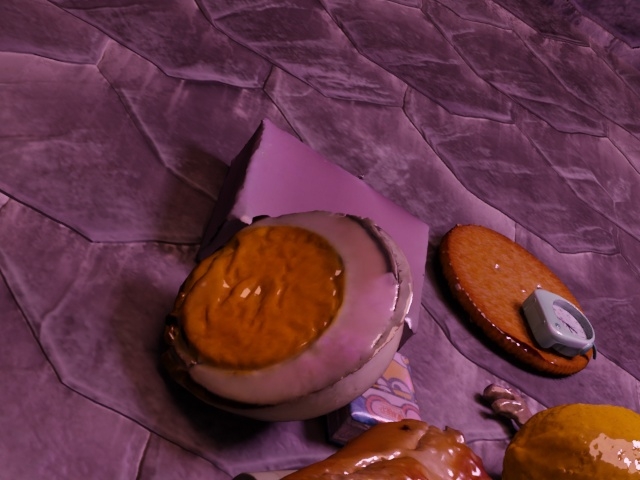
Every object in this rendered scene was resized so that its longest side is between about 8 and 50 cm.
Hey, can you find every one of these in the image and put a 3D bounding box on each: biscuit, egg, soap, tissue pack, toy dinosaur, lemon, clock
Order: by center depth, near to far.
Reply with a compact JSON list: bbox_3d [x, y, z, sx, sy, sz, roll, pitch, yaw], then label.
[{"bbox_3d":[-0.028,0.114,1.614,0.286,0.174,0.264,-40,51,-23],"label":"egg"},{"bbox_3d":[0.062,0.192,1.720,0.115,0.065,0.155,23,31,-24],"label":"tissue pack"},{"bbox_3d":[0.339,0.300,1.741,0.260,0.204,0.204,17,34,-17],"label":"lemon"},{"bbox_3d":[0.000,0.000,1.886,0.296,0.107,0.285,33,28,-9],"label":"soap"},{"bbox_3d":[0.349,0.271,1.939,0.251,0.072,0.200,7,30,-30],"label":"toy dinosaur"},{"bbox_3d":[0.370,0.133,2.115,0.135,0.041,0.101,24,32,-30],"label":"clock"},{"bbox_3d":[0.301,0.091,2.175,0.305,0.038,0.305,29,30,-19],"label":"biscuit"}]

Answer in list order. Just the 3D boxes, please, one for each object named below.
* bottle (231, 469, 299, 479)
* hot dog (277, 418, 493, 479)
[{"bbox_3d":[-0.007,0.281,1.503,0.201,0.072,0.072,7,41,-44],"label":"bottle"},{"bbox_3d":[0.065,0.371,1.294,0.367,0.196,0.365,64,22,7],"label":"hot dog"}]
